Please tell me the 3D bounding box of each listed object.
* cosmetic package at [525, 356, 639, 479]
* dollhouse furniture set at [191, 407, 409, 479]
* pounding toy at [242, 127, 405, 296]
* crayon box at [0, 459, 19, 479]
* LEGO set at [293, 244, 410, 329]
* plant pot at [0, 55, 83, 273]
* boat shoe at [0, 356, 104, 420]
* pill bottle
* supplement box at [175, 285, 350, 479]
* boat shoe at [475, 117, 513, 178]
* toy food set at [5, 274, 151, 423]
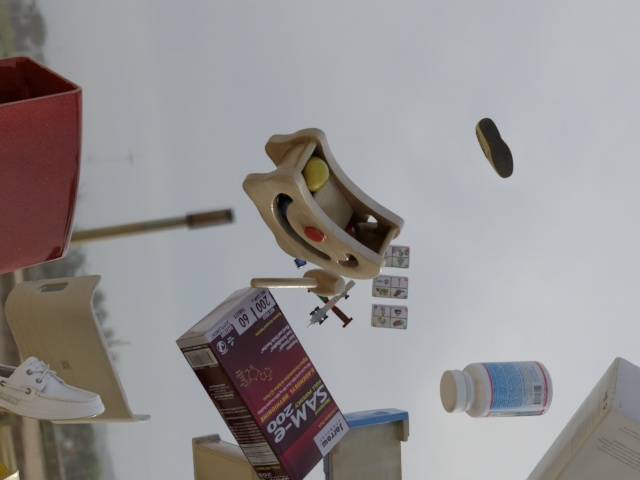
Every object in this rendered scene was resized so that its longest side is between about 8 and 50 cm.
[{"bbox_3d":[0.505,0.408,1.865,0.365,0.197,0.155,-63,178,36],"label":"cosmetic package"},{"bbox_3d":[-0.013,0.409,1.653,0.198,0.303,0.286,0,-86,58],"label":"dollhouse furniture set"},{"bbox_3d":[0.000,0.000,1.341,0.155,0.154,0.269,-62,144,-26],"label":"pounding toy"},{"bbox_3d":[-0.539,0.434,1.555,0.083,0.203,0.323,45,-34,23],"label":"crayon box"},{"bbox_3d":[0.063,0.096,2.253,0.060,0.244,0.182,112,-19,-76],"label":"LEGO set"},{"bbox_3d":[-0.464,-0.088,1.412,0.267,0.267,0.235,31,-50,55],"label":"plant pot"},{"bbox_3d":[-0.509,0.252,1.868,0.098,0.277,0.096,-7,103,-77],"label":"boat shoe"},{"bbox_3d":[0.271,0.231,1.656,0.087,0.160,0.087,-179,-90,-73],"label":"pill bottle"},{"bbox_3d":[-0.073,0.193,1.416,0.073,0.130,0.239,-16,-71,47],"label":"supplement box"},{"bbox_3d":[0.367,-0.194,2.256,0.045,0.050,0.135,162,-93,-77],"label":"boat shoe"},{"bbox_3d":[-0.458,0.216,2.043,0.092,0.220,0.306,-43,122,-54],"label":"toy food set"}]
